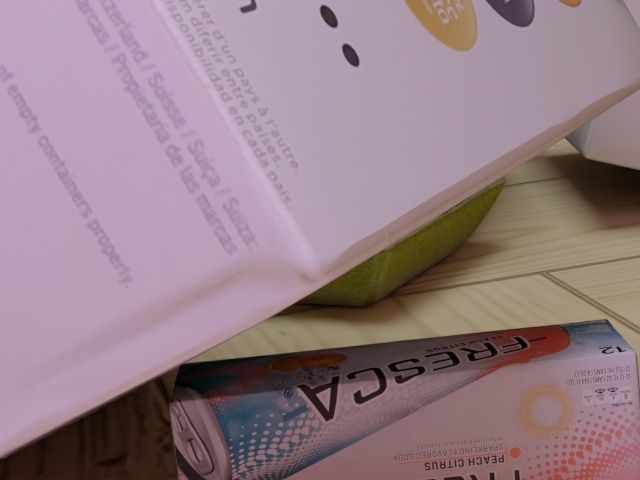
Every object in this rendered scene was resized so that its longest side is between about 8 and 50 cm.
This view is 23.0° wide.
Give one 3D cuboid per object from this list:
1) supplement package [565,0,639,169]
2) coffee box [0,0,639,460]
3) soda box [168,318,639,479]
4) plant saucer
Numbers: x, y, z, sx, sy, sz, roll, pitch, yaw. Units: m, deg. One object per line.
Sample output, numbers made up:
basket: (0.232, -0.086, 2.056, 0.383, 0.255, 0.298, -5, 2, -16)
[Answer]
supplement package: (0.267, -0.150, 1.149, 0.177, 0.175, 0.293, 12, 13, -4)
coffee box: (-0.127, -0.105, 0.635, 0.338, 0.337, 0.334, -30, -1, 32)
soda box: (0.034, 0.075, 0.626, 0.183, 0.063, 0.058, -6, 11, -1)
plant saucer: (0.000, 0.000, 0.995, 0.188, 0.045, 0.188, 1, 15, 29)
